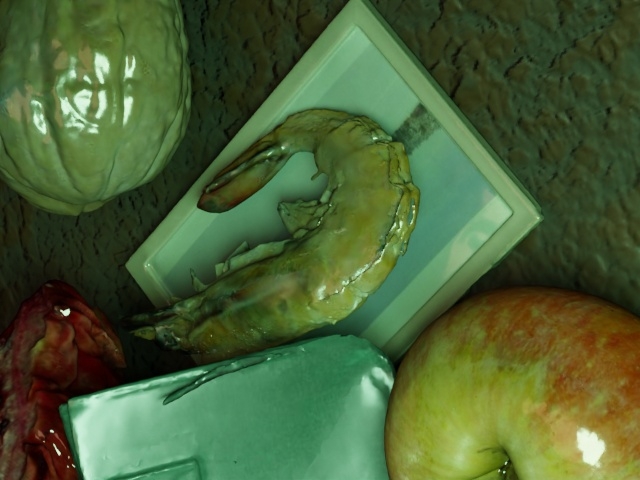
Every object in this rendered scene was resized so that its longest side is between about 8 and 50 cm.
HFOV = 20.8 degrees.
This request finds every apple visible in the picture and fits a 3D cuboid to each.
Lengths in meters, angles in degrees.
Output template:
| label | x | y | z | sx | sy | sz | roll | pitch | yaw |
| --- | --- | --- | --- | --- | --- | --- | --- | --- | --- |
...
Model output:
| label | x | y | z | sx | sy | sz | roll | pitch | yaw |
| --- | --- | --- | --- | --- | --- | --- | --- | --- | --- |
| apple | 0.140 | 0.126 | 1.085 | 0.209 | 0.164 | 0.209 | 10 | 106 | 35 |

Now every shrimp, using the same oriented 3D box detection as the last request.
| label | x | y | z | sx | sy | sz | roll | pitch | yaw |
| --- | --- | --- | --- | --- | --- | --- | --- | --- | --- |
| shrimp | -0.040 | -0.005 | 1.224 | 0.253 | 0.058 | 0.173 | -18 | 63 | 32 |

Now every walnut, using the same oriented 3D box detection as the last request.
| label | x | y | z | sx | sy | sz | roll | pitch | yaw |
| --- | --- | --- | --- | --- | --- | --- | --- | --- | --- |
| walnut | -0.173 | -0.135 | 1.275 | 0.178 | 0.178 | 0.230 | -6 | 79 | 33 |

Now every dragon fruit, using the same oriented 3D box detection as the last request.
| label | x | y | z | sx | sy | sz | roll | pitch | yaw |
| --- | --- | --- | --- | --- | --- | --- | --- | --- | --- |
| dragon fruit | -0.229 | 0.179 | 1.240 | 0.240 | 0.302 | 0.330 | 14 | 75 | -9 |

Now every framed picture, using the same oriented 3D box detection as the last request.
| label | x | y | z | sx | sy | sz | roll | pitch | yaw |
| --- | --- | --- | --- | --- | --- | --- | --- | --- | --- |
| framed picture | 0.000 | 0.000 | 1.253 | 0.289 | 0.016 | 0.213 | -47 | 69 | 25 |

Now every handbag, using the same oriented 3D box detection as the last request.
| label | x | y | z | sx | sy | sz | roll | pitch | yaw |
| --- | --- | --- | --- | --- | --- | --- | --- | --- | --- |
| handbag | -0.031 | 0.236 | 1.146 | 0.089 | 0.238 | 0.326 | 168 | 89 | -68 |
